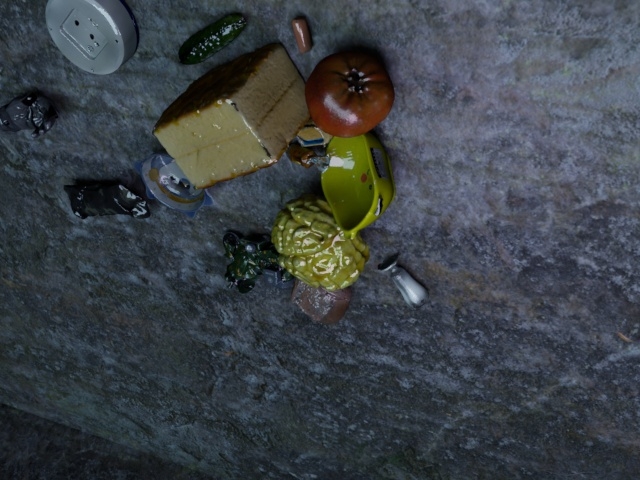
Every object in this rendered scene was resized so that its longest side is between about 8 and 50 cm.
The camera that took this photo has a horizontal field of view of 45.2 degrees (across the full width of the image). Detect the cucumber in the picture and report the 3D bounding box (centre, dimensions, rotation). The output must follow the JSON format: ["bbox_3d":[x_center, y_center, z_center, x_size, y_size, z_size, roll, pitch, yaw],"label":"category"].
[{"bbox_3d":[-0.256,-0.476,1.820,0.227,0.069,0.069,-21,118,36],"label":"cucumber"}]

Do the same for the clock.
[{"bbox_3d":[-0.575,-0.534,1.933,0.230,0.083,0.230,14,135,15],"label":"clock"}]

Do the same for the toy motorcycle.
[{"bbox_3d":[-0.184,0.079,2.255,0.275,0.125,0.187,13,118,37],"label":"toy motorcycle"}]

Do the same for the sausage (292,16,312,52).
[{"bbox_3d":[-0.042,-0.463,1.731,0.034,0.034,0.083,5,132,26],"label":"sausage"}]

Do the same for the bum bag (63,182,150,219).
[{"bbox_3d":[-0.665,-0.125,2.365,0.340,0.095,0.144,1,138,36],"label":"bum bag"}]

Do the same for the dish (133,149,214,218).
[{"bbox_3d":[-0.401,-0.179,2.168,0.236,0.086,0.228,42,138,-13],"label":"dish"}]

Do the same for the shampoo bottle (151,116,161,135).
[{"bbox_3d":[-0.336,-0.258,2.073,0.236,0.067,0.068,29,148,1],"label":"shampoo bottle"}]

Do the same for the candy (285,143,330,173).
[{"bbox_3d":[-0.044,-0.209,1.935,0.182,0.046,0.053,23,157,44],"label":"candy"}]

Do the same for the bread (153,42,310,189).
[{"bbox_3d":[-0.199,-0.293,1.811,0.279,0.279,0.207,-12,125,40],"label":"bread"}]

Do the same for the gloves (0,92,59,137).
[{"bbox_3d":[-0.847,-0.367,2.223,0.285,0.119,0.142,13,148,38],"label":"gloves"}]

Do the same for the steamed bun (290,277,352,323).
[{"bbox_3d":[0.000,0.161,2.251,0.175,0.106,0.145,29,138,5],"label":"steamed bun"}]

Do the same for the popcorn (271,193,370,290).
[{"bbox_3d":[0.000,0.000,1.995,0.224,0.258,0.270,-40,64,18],"label":"popcorn"}]

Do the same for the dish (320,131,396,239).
[{"bbox_3d":[0.108,-0.143,1.844,0.108,0.262,0.221,-1,151,-29],"label":"dish"}]

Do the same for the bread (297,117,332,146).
[{"bbox_3d":[-0.019,-0.269,1.882,0.106,0.053,0.072,1,135,48],"label":"bread"}]

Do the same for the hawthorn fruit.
[{"bbox_3d":[0.054,-0.318,1.730,0.196,0.196,0.225,35,162,-5],"label":"hawthorn fruit"}]

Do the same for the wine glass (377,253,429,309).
[{"bbox_3d":[0.227,0.113,2.104,0.072,0.072,0.155,-23,115,42],"label":"wine glass"}]
